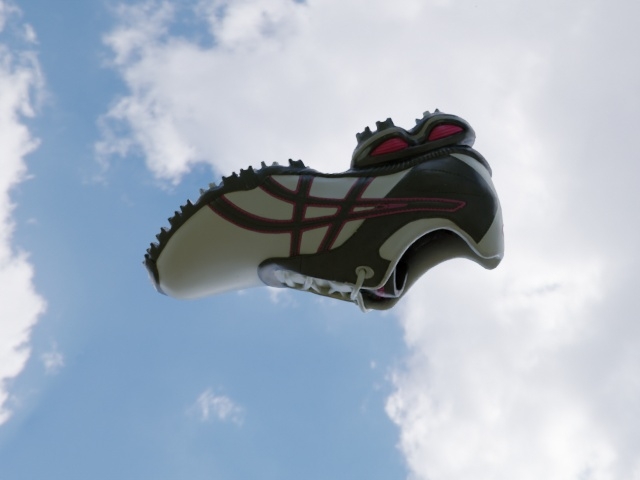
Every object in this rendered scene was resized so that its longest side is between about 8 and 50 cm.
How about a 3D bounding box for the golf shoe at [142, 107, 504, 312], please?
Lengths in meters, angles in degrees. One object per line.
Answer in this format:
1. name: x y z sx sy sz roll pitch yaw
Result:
1. golf shoe: 0.000 0.000 0.614 0.273 0.105 0.120 -21 -116 6
